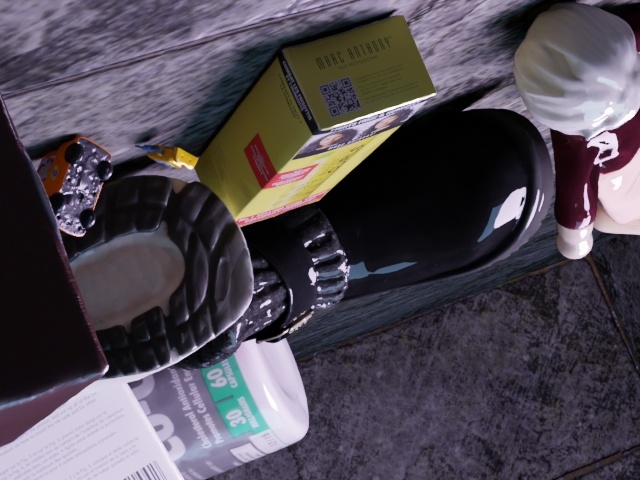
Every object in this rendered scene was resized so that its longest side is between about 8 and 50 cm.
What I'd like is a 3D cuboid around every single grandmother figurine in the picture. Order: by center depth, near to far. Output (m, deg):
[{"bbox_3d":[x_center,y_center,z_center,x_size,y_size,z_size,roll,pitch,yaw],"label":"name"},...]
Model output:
[{"bbox_3d":[0.216,-0.089,1.248,0.104,0.207,0.342,6,168,20],"label":"grandmother figurine"}]

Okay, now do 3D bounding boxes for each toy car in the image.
[{"bbox_3d":[-0.132,-0.034,1.005,0.041,0.060,0.122,11,-174,34],"label":"toy car"}]

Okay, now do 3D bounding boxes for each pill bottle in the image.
[{"bbox_3d":[-0.212,0.188,1.778,0.361,0.204,0.204,-23,172,8],"label":"pill bottle"}]

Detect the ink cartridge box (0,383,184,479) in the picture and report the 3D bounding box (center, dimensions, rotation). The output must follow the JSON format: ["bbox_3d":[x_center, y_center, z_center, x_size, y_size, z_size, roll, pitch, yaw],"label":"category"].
[{"bbox_3d":[-0.293,0.173,1.298,0.296,0.261,0.066,-30,-155,-9],"label":"ink cartridge box"}]

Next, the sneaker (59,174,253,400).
[{"bbox_3d":[-0.245,0.081,1.149,0.410,0.158,0.182,-19,178,-5],"label":"sneaker"}]

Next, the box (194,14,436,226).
[{"bbox_3d":[-0.011,-0.071,1.059,0.087,0.058,0.232,-20,173,-23],"label":"box"}]

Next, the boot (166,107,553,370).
[{"bbox_3d":[0.001,0.004,1.351,0.348,0.131,0.260,-28,171,41],"label":"boot"}]

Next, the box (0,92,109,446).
[{"bbox_3d":[-0.234,0.031,0.716,0.203,0.168,0.167,-17,170,-29],"label":"box"}]
